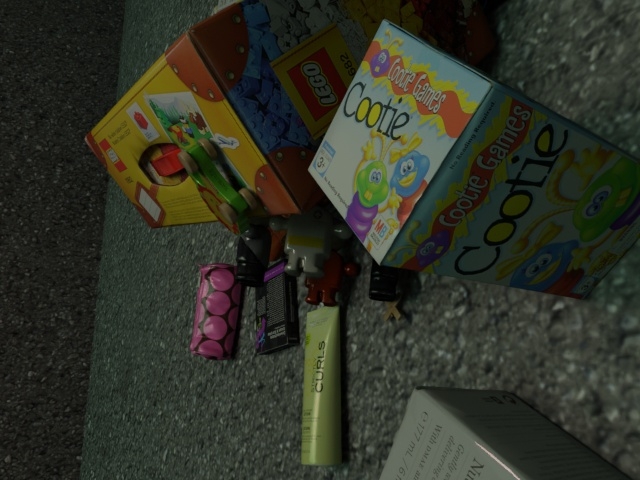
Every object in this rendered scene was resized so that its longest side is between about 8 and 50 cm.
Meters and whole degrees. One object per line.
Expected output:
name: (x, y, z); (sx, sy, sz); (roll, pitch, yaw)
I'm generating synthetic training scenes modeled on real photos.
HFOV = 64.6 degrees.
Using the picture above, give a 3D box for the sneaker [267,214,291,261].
sneaker: (-0.063, -0.030, 0.946); (0.067, 0.064, 0.175); (45, 121, 39)

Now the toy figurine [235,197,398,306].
toy figurine: (0.000, 0.000, 0.716); (0.213, 0.209, 0.148); (-15, 61, 53)

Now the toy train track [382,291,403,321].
toy train track: (0.099, 0.085, 0.722); (0.048, 0.014, 0.083); (-63, 30, 22)

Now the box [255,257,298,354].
box: (-0.086, 0.128, 0.963); (0.116, 0.029, 0.162); (-30, 56, 49)

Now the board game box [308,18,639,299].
board game box: (0.155, -0.056, 0.449); (0.142, 0.275, 0.144); (-61, 38, 25)

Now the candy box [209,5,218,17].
candy box: (-0.212, -0.337, 1.134); (0.316, 0.182, 0.088); (-47, 47, 38)

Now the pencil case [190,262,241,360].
pencil case: (-0.230, 0.154, 1.101); (0.095, 0.098, 0.210); (-7, 76, 54)

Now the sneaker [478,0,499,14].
sneaker: (0.167, -0.347, 0.684); (0.216, 0.079, 0.121); (-4, 78, 54)

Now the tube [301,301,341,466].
tube: (0.001, 0.221, 0.791); (0.070, 0.062, 0.240); (-4, 68, 13)

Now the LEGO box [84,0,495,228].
LEGO box: (-0.080, -0.203, 0.722); (0.372, 0.193, 0.500); (-43, 22, -27)

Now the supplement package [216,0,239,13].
supplement package: (-0.056, -0.470, 0.936); (0.203, 0.194, 0.149); (21, 98, 56)

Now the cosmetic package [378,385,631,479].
cosmetic package: (0.207, 0.308, 0.381); (0.385, 0.156, 0.217); (32, 105, 55)

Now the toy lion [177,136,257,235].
toy lion: (-0.108, -0.049, 0.525); (0.034, 0.100, 0.096); (-41, 10, -19)
